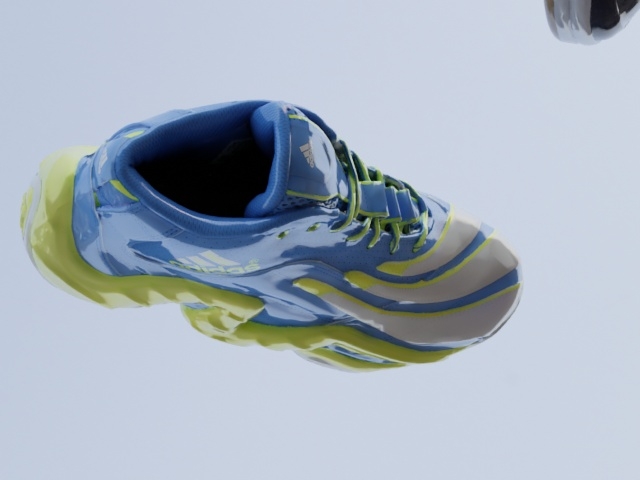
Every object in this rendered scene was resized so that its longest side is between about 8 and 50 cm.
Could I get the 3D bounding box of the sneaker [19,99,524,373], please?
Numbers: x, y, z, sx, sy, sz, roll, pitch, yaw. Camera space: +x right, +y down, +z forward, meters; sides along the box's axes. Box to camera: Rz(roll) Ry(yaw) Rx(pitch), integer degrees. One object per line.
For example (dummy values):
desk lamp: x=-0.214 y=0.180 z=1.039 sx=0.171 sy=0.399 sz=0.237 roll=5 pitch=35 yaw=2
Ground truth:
sneaker: x=0.000 y=0.000 z=0.675 sx=0.240 sy=0.126 sz=0.091 roll=6 pitch=-107 yaw=-23

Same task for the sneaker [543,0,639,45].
sneaker: x=0.210 y=-0.200 z=0.712 sx=0.282 sy=0.153 sz=0.099 roll=-65 pitch=-22 yaw=-15
